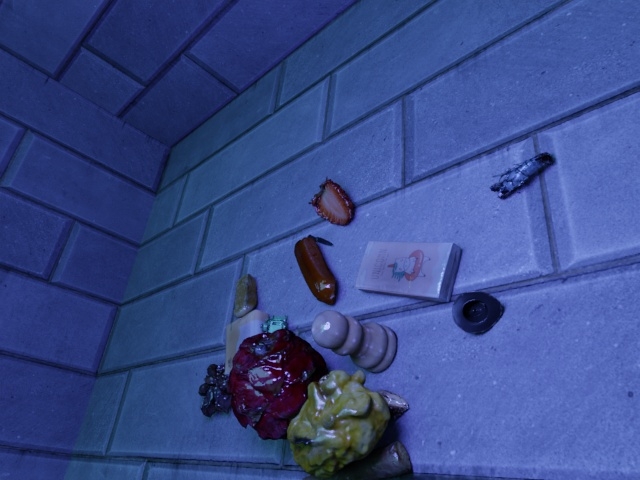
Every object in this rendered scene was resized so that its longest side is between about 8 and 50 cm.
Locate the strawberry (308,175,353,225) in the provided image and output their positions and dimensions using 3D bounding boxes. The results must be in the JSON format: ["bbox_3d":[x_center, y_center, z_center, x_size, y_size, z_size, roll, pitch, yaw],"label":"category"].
[{"bbox_3d":[0.061,-0.129,1.770,0.208,0.087,0.167,54,132,25],"label":"strawberry"}]

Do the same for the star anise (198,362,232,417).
[{"bbox_3d":[-0.409,0.574,1.806,0.220,0.099,0.214,-11,48,45],"label":"star anise"}]

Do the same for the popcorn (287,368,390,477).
[{"bbox_3d":[0.045,0.469,1.192,0.287,0.215,0.252,-35,28,22],"label":"popcorn"}]

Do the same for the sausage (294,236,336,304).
[{"bbox_3d":[-0.023,0.105,1.676,0.102,0.102,0.330,-48,38,15],"label":"sausage"}]

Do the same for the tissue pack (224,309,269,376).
[{"bbox_3d":[-0.279,0.395,1.770,0.186,0.090,0.222,-28,45,25],"label":"tissue pack"}]

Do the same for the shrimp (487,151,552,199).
[{"bbox_3d":[0.531,-0.182,1.246,0.174,0.076,0.082,-40,58,27],"label":"shrimp"}]

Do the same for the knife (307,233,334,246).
[{"bbox_3d":[0.000,0.000,1.795,0.170,0.010,0.023,22,89,51],"label":"knife"}]

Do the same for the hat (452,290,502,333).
[{"bbox_3d":[0.396,0.176,1.174,0.121,0.050,0.121,2,98,17],"label":"hat"}]

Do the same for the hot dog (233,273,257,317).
[{"bbox_3d":[-0.305,0.235,1.922,0.084,0.073,0.242,-43,28,19],"label":"hot dog"}]

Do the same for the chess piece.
[{"bbox_3d":[0.084,0.271,1.305,0.143,0.261,0.142,-32,43,35],"label":"chess piece"}]

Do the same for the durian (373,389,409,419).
[{"bbox_3d":[0.182,0.450,1.264,0.066,0.052,0.131,-34,26,-35],"label":"durian"}]

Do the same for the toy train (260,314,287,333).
[{"bbox_3d":[-0.164,0.343,1.696,0.099,0.081,0.148,-1,73,13],"label":"toy train"}]

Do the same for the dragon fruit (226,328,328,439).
[{"bbox_3d":[-0.126,0.428,1.399,0.329,0.329,0.328,-28,47,35],"label":"dragon fruit"}]

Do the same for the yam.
[{"bbox_3d":[0.080,0.618,1.223,0.357,0.081,0.081,-34,44,27],"label":"yam"}]

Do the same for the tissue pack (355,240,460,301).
[{"bbox_3d":[0.253,0.085,1.392,0.326,0.071,0.169,2,69,49],"label":"tissue pack"}]
